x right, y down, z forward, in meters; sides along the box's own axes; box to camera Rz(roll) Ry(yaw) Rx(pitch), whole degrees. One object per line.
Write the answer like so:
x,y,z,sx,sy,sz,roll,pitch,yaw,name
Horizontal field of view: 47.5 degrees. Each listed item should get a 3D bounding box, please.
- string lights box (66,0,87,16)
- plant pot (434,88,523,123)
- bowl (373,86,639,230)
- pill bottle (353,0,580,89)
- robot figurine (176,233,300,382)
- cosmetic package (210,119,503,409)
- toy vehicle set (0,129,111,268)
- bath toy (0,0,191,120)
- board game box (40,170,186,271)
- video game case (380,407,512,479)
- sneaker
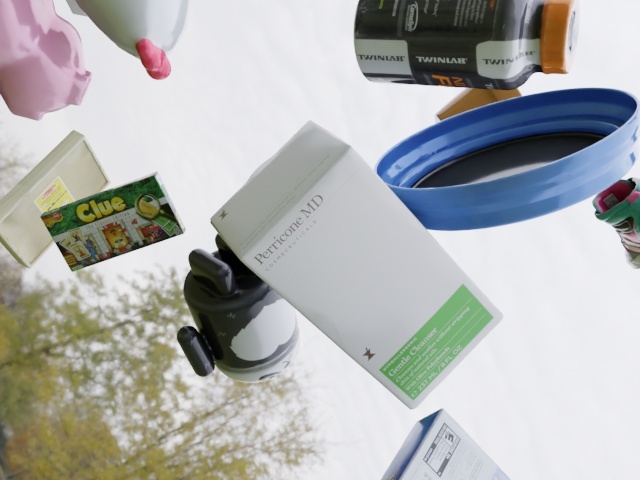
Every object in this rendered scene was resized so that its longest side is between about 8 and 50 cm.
-0.246,-0.347,0.763,0.133,0.076,0.259,22,-26,21,string lights box
0.444,-0.302,1.981,0.290,0.204,0.291,61,6,-11,plant pot
0.275,-0.125,1.089,0.391,0.391,0.077,16,-50,58,bowl
0.173,-0.245,0.857,0.246,0.130,0.130,9,-60,26,pill bottle
-0.131,0.120,1.249,0.173,0.209,0.278,-97,175,-53,robot figurine
0.055,0.039,0.983,0.365,0.197,0.155,43,1,-32,cosmetic package
-0.566,-0.086,1.528,0.035,0.266,0.166,26,-27,21,toy vehicle set
-0.252,-0.145,0.575,0.151,0.348,0.128,-20,92,-78,bath toy
-0.416,-0.035,1.459,0.030,0.260,0.136,-81,150,-68,board game box
0.154,0.371,0.826,0.244,0.269,0.061,46,-46,1,video game case
0.675,-0.042,1.583,0.178,0.124,0.295,44,-7,16,sneaker
